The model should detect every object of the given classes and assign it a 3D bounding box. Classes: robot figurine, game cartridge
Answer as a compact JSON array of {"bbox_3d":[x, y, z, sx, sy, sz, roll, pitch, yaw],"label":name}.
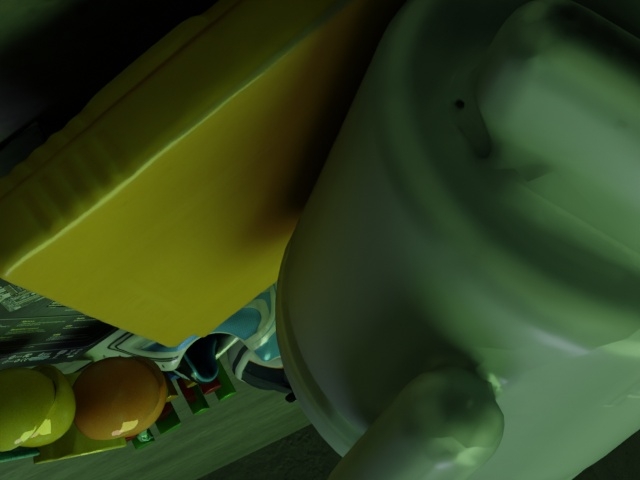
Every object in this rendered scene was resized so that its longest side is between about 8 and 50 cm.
[{"bbox_3d":[0.092,0.006,0.564,0.300,0.200,0.353,-53,174,-31],"label":"robot figurine"},{"bbox_3d":[0.003,-0.071,0.621,0.324,0.052,0.285,-37,165,0],"label":"game cartridge"}]

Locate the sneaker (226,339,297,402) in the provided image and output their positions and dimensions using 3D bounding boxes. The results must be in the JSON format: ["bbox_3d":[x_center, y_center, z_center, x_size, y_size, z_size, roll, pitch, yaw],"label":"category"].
[{"bbox_3d":[0.024,0.078,0.899,0.126,0.127,0.321,-26,168,-28],"label":"sneaker"}]

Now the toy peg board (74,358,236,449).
[{"bbox_3d":[-0.171,0.151,1.205,0.161,0.079,0.160,-32,168,10],"label":"toy peg board"}]

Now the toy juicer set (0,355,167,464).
[{"bbox_3d":[-0.246,0.138,0.749,0.329,0.089,0.209,-5,171,-36],"label":"toy juicer set"}]

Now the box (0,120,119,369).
[{"bbox_3d":[-0.160,0.013,0.716,0.183,0.056,0.231,-35,167,17],"label":"box"}]

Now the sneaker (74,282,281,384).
[{"bbox_3d":[-0.124,0.069,0.873,0.237,0.086,0.085,-14,171,34],"label":"sneaker"}]
